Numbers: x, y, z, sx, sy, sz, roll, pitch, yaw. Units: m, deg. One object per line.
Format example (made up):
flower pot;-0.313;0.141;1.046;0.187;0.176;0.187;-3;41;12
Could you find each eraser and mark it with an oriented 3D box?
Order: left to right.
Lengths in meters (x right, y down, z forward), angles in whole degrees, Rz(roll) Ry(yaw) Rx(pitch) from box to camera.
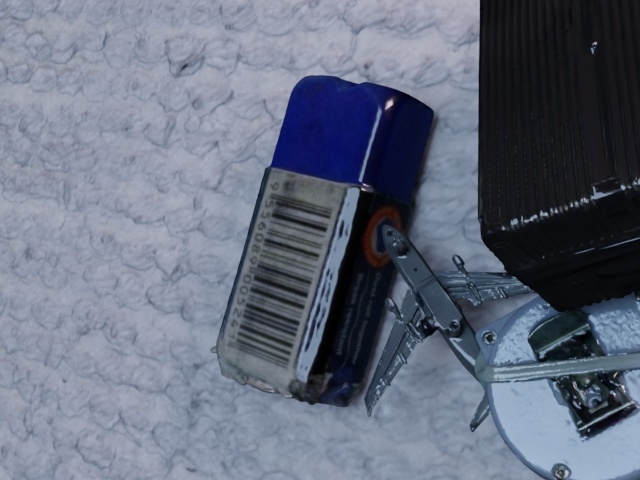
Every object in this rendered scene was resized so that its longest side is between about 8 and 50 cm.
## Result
eraser;0.000;0.000;1.111;0.155;0.101;0.332;15;89;39

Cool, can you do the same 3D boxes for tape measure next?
tape measure;0.229;0.119;0.894;0.182;0.107;0.181;-35;65;6

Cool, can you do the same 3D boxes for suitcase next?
suitcase;0.247;-0.129;0.860;0.230;0.152;0.335;-20;47;32

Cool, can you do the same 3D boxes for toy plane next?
toy plane;0.119;0.071;1.004;0.226;0.058;0.226;-33;74;0
